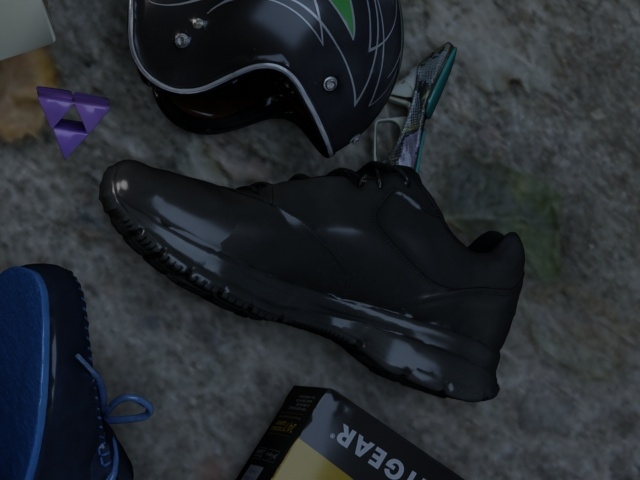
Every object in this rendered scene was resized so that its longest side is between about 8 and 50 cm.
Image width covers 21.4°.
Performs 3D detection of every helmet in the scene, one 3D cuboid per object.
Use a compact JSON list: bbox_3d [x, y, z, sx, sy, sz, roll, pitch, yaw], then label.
[{"bbox_3d":[-0.030,-0.134,1.034,0.161,0.169,0.169,-1,85,2],"label":"helmet"}]

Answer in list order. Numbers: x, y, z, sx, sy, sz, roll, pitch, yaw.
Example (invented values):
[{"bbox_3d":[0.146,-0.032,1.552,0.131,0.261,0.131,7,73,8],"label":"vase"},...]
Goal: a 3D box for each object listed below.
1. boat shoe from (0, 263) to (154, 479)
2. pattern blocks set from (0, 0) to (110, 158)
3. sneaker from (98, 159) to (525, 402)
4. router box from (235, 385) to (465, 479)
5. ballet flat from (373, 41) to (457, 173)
[{"bbox_3d":[-0.159,0.138,1.017,0.089,0.109,0.258,-5,106,-38],"label":"boat shoe"},{"bbox_3d":[-0.246,-0.169,0.955,0.285,0.026,0.325,-32,113,8],"label":"pattern blocks set"},{"bbox_3d":[0.000,0.000,1.056,0.286,0.109,0.130,23,87,-21],"label":"sneaker"},{"bbox_3d":[0.051,0.273,1.052,0.309,0.081,0.243,35,77,-12],"label":"router box"},{"bbox_3d":[0.057,-0.082,1.116,0.041,0.041,0.114,20,80,-12],"label":"ballet flat"}]
